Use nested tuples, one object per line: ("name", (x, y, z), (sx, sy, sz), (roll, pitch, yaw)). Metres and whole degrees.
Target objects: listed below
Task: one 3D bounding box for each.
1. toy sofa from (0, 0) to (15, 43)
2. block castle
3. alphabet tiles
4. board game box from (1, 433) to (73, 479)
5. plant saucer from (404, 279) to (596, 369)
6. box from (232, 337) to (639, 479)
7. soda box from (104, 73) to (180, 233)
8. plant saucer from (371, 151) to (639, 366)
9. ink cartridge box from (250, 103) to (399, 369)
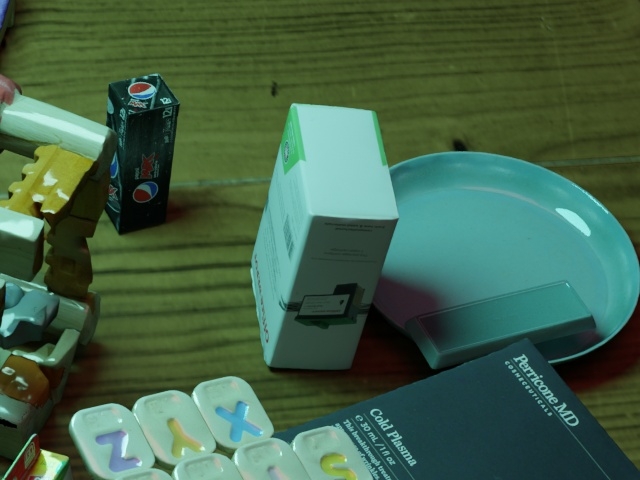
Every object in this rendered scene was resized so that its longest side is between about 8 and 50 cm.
("toy sofa", (-0.429, -0.213, 2.088), (0.150, 0.177, 0.362), (9, 43, -1))
("block castle", (-0.362, 0.082, 1.706), (0.213, 0.303, 0.453), (18, 43, 9))
("alphabet tiles", (-0.069, 0.227, 1.516), (0.284, 0.021, 0.278), (-10, 56, -34))
("board game box", (-0.226, 0.284, 1.552), (0.039, 0.259, 0.124), (10, 41, 20))
("plant saucer", (0.183, 0.081, 1.963), (0.192, 0.018, 0.067), (-13, 48, -22))
("box", (0.132, 0.299, 1.669), (0.313, 0.179, 0.343), (-18, 51, -25))
("soda box", (-0.189, -0.089, 2.012), (0.060, 0.169, 0.053), (-14, 48, -24))
("plant saucer", (0.178, 0.026, 2.061), (0.318, 0.043, 0.317), (6, 44, -6))
("ink cartridge box", (0.000, 0.000, 1.925), (0.093, 0.219, 0.160), (3, 45, -13))
